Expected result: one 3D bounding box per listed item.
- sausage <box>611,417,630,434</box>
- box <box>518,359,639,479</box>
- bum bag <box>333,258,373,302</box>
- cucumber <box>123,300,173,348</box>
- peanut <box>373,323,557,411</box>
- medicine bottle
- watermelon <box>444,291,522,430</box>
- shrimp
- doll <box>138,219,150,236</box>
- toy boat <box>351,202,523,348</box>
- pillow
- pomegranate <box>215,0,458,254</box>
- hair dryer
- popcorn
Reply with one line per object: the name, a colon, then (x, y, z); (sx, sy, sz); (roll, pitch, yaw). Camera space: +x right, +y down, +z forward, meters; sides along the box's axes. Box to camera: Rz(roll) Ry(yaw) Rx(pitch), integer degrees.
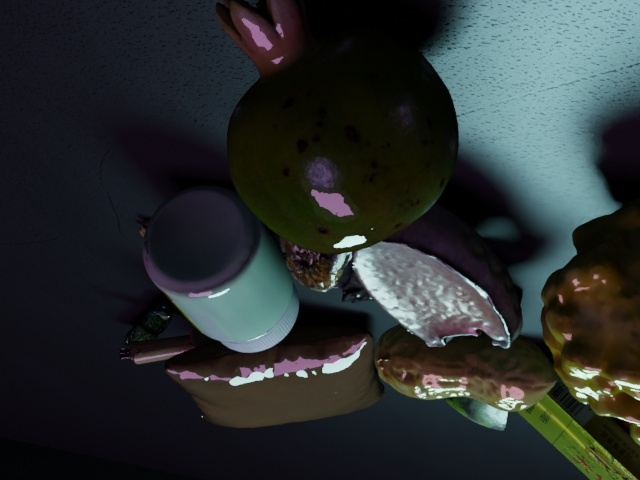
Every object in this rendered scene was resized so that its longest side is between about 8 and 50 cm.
sausage: (0.441, 0.183, 1.359); (0.097, 0.094, 0.348); (2, 158, -4)
box: (0.375, 0.280, 1.497); (0.311, 0.043, 0.173); (43, 166, 16)
bum bag: (0.098, 0.044, 1.276); (0.248, 0.060, 0.123); (13, 153, 11)
cucumber: (-0.276, 0.138, 1.782); (0.043, 0.044, 0.257); (43, 154, -3)
peanut: (0.165, 0.144, 1.267); (0.229, 0.103, 0.098); (3, 122, 29)
medicine bottle: (-0.109, 0.041, 1.291); (0.139, 0.139, 0.225); (8, 158, 18)
watermelon: (0.190, 0.150, 1.371); (0.137, 0.145, 0.193); (23, 158, -31)
shrimp: (0.000, 0.000, 1.222); (0.091, 0.034, 0.161); (40, 139, 2)
doll: (-0.191, 0.013, 1.399); (0.093, 0.051, 0.061); (21, 165, -12)
toy boat: (0.123, 0.027, 1.148); (0.155, 0.085, 0.227); (-2, 143, 40)
pillow: (-0.062, 0.207, 1.674); (0.308, 0.108, 0.305); (-8, 156, 4)
pomegranate: (0.001, -0.101, 0.848); (0.187, 0.187, 0.225); (-11, 119, 49)
hair dryer: (-0.228, 0.169, 1.741); (0.182, 0.064, 0.117); (-7, 159, -2)
popcorn: (0.346, 0.091, 1.007); (0.250, 0.235, 0.242); (22, -168, 39)
